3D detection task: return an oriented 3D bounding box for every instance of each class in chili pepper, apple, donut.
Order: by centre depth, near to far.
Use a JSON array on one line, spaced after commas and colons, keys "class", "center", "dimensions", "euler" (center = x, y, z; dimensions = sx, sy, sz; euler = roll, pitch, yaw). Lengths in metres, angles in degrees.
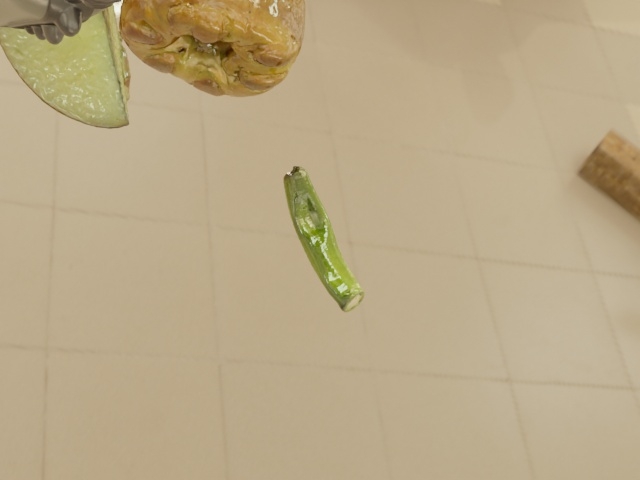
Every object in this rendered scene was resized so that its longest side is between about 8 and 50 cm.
[{"class": "donut", "center": [-0.125, -0.255, 1.180], "dimensions": [0.226, 0.226, 0.114], "euler": [16, 75, -13]}, {"class": "chili pepper", "center": [0.000, 0.000, 1.330], "dimensions": [0.202, 0.051, 0.050], "euler": [66, 14, 14]}, {"class": "apple", "center": [-0.384, -0.348, 1.563], "dimensions": [0.179, 0.346, 0.254], "euler": [10, 31, 41]}]

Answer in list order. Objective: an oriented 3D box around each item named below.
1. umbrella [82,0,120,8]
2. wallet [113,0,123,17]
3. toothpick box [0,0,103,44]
[{"class": "umbrella", "center": [-0.179, -0.264, 0.904], "dimensions": [0.070, 0.248, 0.071], "euler": [3, 83, -27]}, {"class": "wallet", "center": [-0.435, -0.524, 2.267], "dimensions": [0.083, 0.011, 0.044], "euler": [-20, 83, -13]}, {"class": "toothpick box", "center": [-0.351, -0.360, 1.259], "dimensions": [0.229, 0.229, 0.316], "euler": [-12, 16, -31]}]
